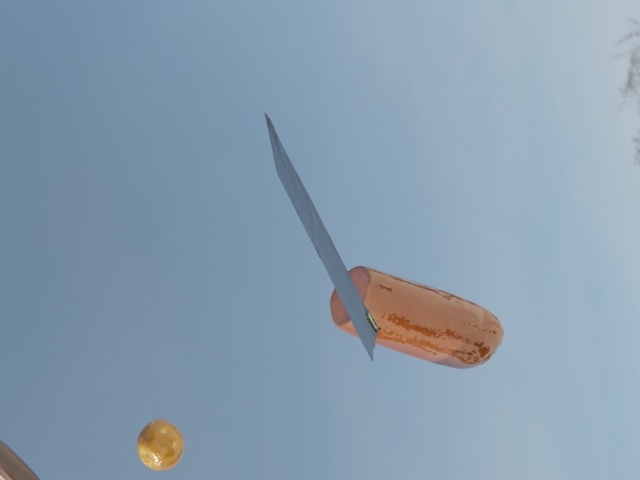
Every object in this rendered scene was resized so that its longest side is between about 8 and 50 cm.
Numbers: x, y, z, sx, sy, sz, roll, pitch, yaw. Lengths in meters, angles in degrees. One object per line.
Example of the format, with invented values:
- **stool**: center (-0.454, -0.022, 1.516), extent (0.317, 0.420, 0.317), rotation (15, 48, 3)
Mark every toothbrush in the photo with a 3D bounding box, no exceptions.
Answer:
- **toothbrush**: center (-0.378, 0.294, 0.973), extent (0.364, 0.041, 0.041), rotation (51, -137, -9)

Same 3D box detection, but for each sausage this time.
- **sausage**: center (0.148, 0.116, 1.127), extent (0.259, 0.113, 0.113), rotation (20, -120, -21)

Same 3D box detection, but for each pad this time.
- **pad**: center (0.000, 0.000, 0.620), extent (0.193, 0.004, 0.116), rotation (62, 172, 20)

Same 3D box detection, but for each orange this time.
- **orange**: center (-0.257, 0.330, 1.266), extent (0.070, 0.083, 0.083), rotation (-35, -77, -41)
